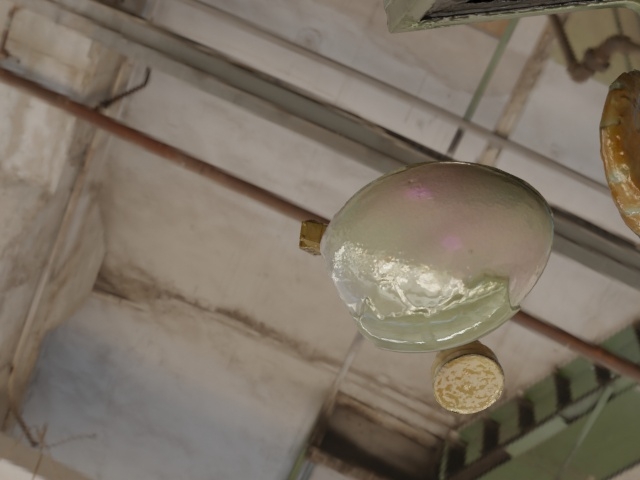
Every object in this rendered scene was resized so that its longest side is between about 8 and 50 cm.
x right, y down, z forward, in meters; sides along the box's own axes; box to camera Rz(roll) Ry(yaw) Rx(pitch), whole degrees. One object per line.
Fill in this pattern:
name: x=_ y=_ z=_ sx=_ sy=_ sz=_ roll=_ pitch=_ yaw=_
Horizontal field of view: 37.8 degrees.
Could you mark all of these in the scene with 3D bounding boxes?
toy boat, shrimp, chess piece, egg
toy boat: x=0.000 y=0.000 z=1.842 sx=0.077 sy=0.057 sz=0.200 roll=3 pitch=170 yaw=19
shrimp: x=0.553 y=-0.098 z=1.524 sx=0.085 sy=0.272 sz=0.445 roll=-9 pitch=142 yaw=38
chess piece: x=0.233 y=0.147 z=1.662 sx=0.117 sy=0.117 sz=0.397 roll=20 pitch=-157 yaw=-10
egg: x=0.118 y=0.009 z=0.904 sx=0.183 sy=0.217 sz=0.183 roll=60 pitch=-172 yaw=-13

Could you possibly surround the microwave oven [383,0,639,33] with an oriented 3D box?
microwave oven: x=0.230 y=-0.346 z=0.849 sx=0.355 sy=0.286 sz=0.218 roll=-8 pitch=-179 yaw=-3
